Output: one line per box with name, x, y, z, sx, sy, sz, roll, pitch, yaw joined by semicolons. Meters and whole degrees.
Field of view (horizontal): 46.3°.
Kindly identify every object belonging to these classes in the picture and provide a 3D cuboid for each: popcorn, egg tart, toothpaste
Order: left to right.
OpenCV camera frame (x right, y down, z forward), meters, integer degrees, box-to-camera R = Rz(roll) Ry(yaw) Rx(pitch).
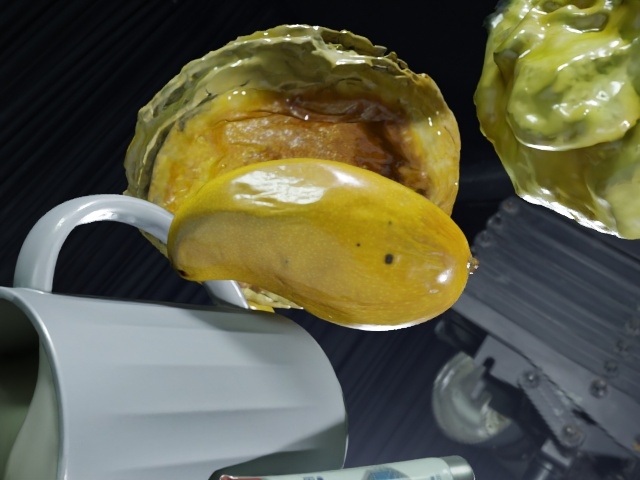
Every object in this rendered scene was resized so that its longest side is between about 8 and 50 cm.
egg tart;-0.029;-0.075;0.785;0.150;0.352;0.352;-101;164;-47
toothpaste;0.025;0.209;0.614;0.239;0.062;0.039;2;-4;-30
popcorn;0.242;-0.121;0.556;0.252;0.286;0.215;-24;-64;41

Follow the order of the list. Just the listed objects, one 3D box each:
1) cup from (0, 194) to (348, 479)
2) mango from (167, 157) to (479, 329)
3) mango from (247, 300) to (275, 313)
cup;-0.146;0.130;0.664;0.237;0.322;0.327;-2;-9;40
mango;0.000;0.000;0.454;0.190;0.098;0.075;11;14;10
mango;-0.116;0.191;1.321;0.130;0.092;0.194;13;-57;49
